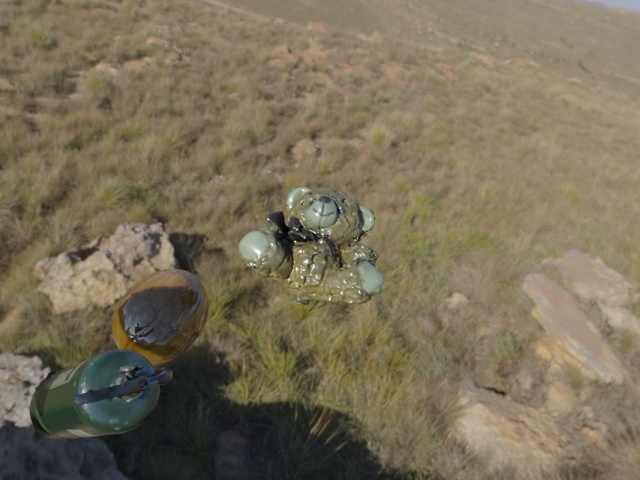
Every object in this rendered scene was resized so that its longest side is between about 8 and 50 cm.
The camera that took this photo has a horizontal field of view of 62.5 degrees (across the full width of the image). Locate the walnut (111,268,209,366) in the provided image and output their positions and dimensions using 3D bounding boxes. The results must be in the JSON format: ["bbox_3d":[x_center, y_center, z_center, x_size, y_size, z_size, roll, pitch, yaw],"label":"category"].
[{"bbox_3d":[-0.305,0.144,1.022,0.168,0.167,0.207,28,54,15],"label":"walnut"}]

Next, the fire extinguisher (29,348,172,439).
[{"bbox_3d":[-0.250,0.175,0.604,0.118,0.294,0.093,-9,78,-43],"label":"fire extinguisher"}]

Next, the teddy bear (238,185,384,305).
[{"bbox_3d":[0.000,0.000,1.015,0.267,0.156,0.255,20,59,0],"label":"teddy bear"}]
